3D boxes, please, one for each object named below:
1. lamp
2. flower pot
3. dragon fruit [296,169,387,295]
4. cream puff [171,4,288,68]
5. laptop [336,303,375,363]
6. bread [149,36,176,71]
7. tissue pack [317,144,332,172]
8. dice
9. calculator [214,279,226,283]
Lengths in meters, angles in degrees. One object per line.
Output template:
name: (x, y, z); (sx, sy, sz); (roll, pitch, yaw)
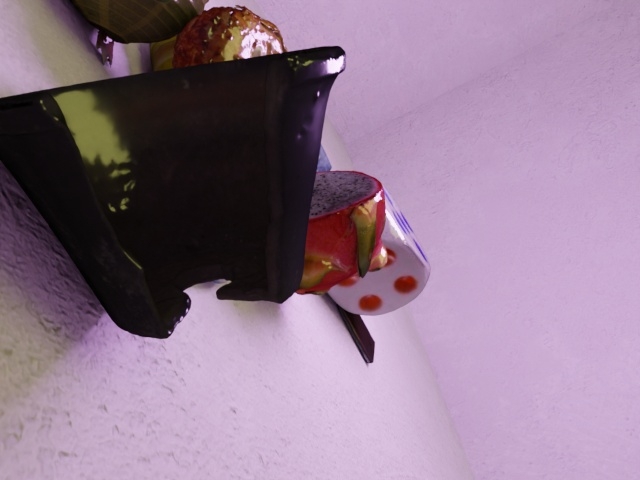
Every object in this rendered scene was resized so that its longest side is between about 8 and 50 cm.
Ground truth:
lamp: (-0.303, -0.416, 0.901); (0.250, 0.285, 0.250); (23, 3, -1)
flower pot: (-0.148, -0.061, 0.619); (0.379, 0.378, 0.251); (-84, 164, -69)
dragon fruit: (0.000, 0.000, 1.157); (0.305, 0.305, 0.226); (-89, 172, -65)
cream puff: (-0.152, -0.262, 0.945); (0.240, 0.163, 0.240); (0, 90, -68)
laptop: (0.104, 0.253, 1.691); (0.207, 0.026, 0.154); (61, 14, -12)
bread: (-0.213, -0.306, 1.156); (0.333, 0.160, 0.333); (58, 14, -24)
tissue pack: (-0.084, -0.217, 1.421); (0.081, 0.185, 0.257); (22, -28, 39)
dice: (0.121, 0.012, 1.609); (0.304, 0.276, 0.304); (49, 19, -39)
calculator: (-0.190, -0.066, 0.866); (0.188, 0.042, 0.303); (-104, 179, -53)
